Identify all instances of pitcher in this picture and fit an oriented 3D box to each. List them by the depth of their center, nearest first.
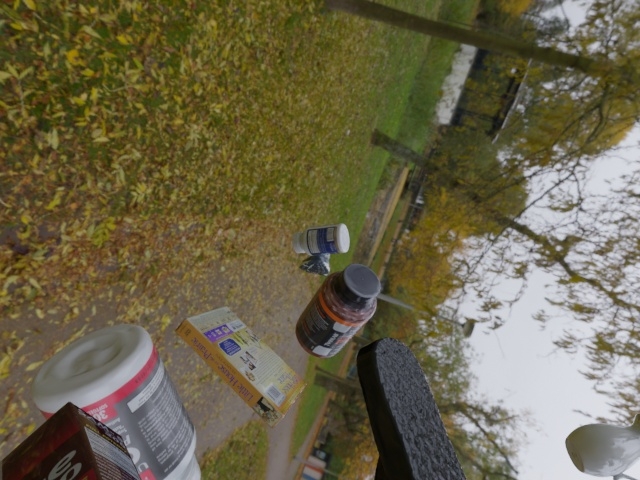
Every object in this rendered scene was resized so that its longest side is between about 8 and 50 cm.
[{"bbox_3d":[0.779,0.566,1.062,0.125,0.207,0.177,71,6,-57],"label":"pitcher"}]

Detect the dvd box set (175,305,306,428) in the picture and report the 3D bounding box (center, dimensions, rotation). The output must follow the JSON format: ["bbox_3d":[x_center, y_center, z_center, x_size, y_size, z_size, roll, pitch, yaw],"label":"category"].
[{"bbox_3d":[-0.247,0.397,1.356,0.062,0.420,0.307,-50,171,6],"label":"dvd box set"}]

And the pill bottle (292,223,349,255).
[{"bbox_3d":[0.000,0.000,0.923,0.067,0.120,0.066,-6,90,-68],"label":"pill bottle"}]

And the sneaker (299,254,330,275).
[{"bbox_3d":[-0.015,0.061,1.517,0.283,0.110,0.122,100,0,-82],"label":"sneaker"}]

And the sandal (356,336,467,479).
[{"bbox_3d":[0.134,0.364,0.578,0.107,0.168,0.445,-39,-135,32],"label":"sandal"}]

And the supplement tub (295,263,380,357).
[{"bbox_3d":[0.032,0.127,0.739,0.106,0.106,0.197,-57,178,-47],"label":"supplement tub"}]

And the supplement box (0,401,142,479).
[{"bbox_3d":[-0.169,0.224,0.254,0.130,0.240,0.073,-44,124,-24],"label":"supplement box"}]

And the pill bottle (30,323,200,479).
[{"bbox_3d":[-0.318,0.317,0.686,0.176,0.177,0.318,-53,134,-55],"label":"pill bottle"}]
